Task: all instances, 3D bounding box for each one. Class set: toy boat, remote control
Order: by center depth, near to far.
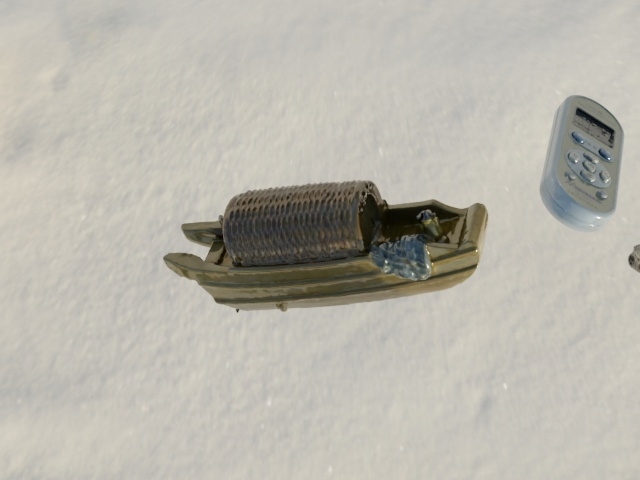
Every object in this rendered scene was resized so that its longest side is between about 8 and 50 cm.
[{"bbox_3d":[0.000,0.000,1.154,0.310,0.089,0.115,-5,128,28],"label":"toy boat"},{"bbox_3d":[0.295,-0.088,1.427,0.087,0.244,0.047,29,127,-3],"label":"remote control"}]

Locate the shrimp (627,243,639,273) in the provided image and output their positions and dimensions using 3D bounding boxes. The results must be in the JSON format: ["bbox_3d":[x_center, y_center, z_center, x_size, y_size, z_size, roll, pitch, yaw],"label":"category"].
[{"bbox_3d":[0.325,0.050,1.047,0.147,0.195,0.035,32,95,30],"label":"shrimp"}]
